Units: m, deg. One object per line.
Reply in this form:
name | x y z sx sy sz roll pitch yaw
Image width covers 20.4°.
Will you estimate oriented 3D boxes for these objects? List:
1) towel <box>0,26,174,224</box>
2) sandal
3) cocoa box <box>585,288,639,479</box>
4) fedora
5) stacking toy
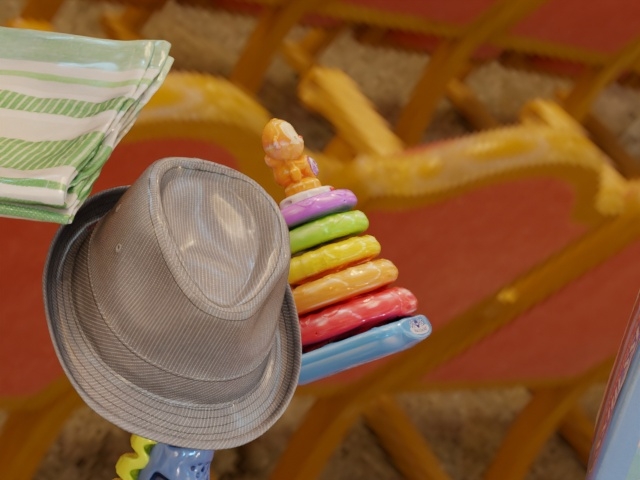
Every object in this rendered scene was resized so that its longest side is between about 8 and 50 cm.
towel | -0.283 -0.114 1.554 0.247 0.038 0.325 7 30 8
sandal | -0.144 0.266 1.641 0.138 0.317 0.126 26 6 2
cocoa box | 0.375 0.116 1.194 0.347 0.231 0.228 19 18 7
fedora | -0.107 0.031 1.525 0.243 0.124 0.275 19 42 -17
stacking toy | 0.000 0.000 2.043 0.302 0.165 0.175 71 18 5
